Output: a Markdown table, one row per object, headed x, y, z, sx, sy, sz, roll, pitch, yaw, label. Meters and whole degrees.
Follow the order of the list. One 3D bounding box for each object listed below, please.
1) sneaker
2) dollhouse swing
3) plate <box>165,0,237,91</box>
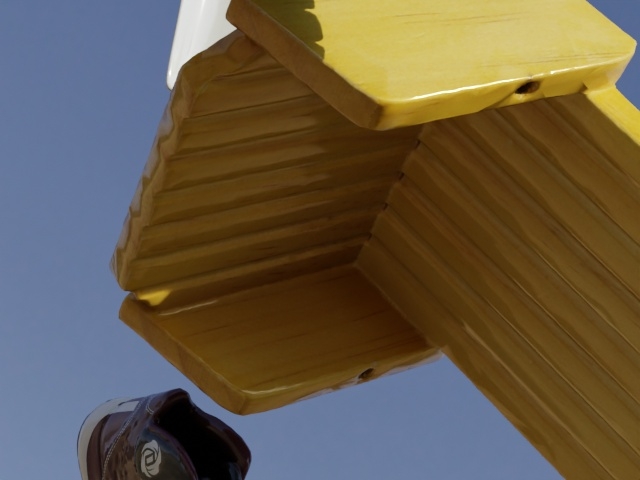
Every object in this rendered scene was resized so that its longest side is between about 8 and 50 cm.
| x | y | z | sx | sy | sz | roll | pitch | yaw | label |
| --- | --- | --- | --- | --- | --- | --- | --- | --- | --- |
| -0.103 | 0.247 | 1.399 | 0.106 | 0.281 | 0.162 | -12 | -10 | -37 | sneaker |
| 0.080 | 0.037 | 1.221 | 0.315 | 0.305 | 0.347 | -14 | -31 | -31 | dollhouse swing |
| -0.006 | -0.265 | 1.888 | 0.277 | 0.278 | 0.045 | 6 | -15 | 8 | plate |
